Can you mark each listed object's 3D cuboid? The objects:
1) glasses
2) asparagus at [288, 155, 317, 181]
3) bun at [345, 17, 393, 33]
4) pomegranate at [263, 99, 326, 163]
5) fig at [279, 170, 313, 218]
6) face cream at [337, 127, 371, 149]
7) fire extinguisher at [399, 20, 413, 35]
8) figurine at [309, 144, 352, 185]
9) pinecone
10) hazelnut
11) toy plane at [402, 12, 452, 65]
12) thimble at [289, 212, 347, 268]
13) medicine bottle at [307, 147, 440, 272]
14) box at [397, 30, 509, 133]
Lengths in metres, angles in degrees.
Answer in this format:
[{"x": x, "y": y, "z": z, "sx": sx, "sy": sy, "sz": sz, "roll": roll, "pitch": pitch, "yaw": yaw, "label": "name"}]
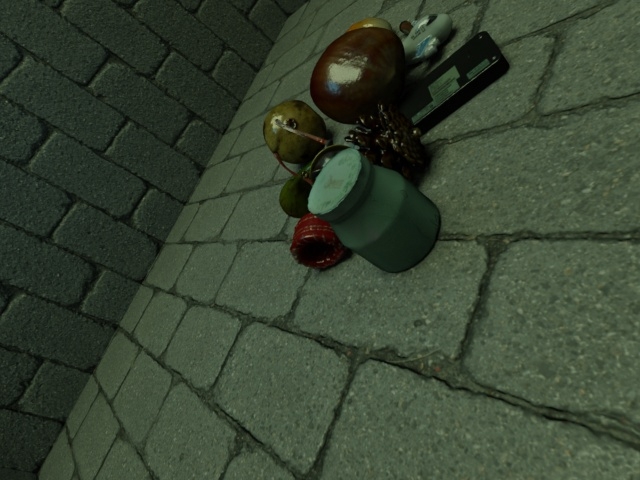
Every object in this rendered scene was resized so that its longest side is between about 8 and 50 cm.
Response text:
[{"x": -0.082, "y": -0.322, "z": 1.595, "sx": 0.234, "sy": 0.268, "sz": 0.118, "roll": 99, "pitch": -164, "yaw": -53, "label": "glasses"}, {"x": -0.030, "y": -0.311, "z": 1.752, "sx": 0.277, "sy": 0.060, "sz": 0.067, "roll": -37, "pitch": 26, "yaw": 27, "label": "asparagus"}, {"x": 0.186, "y": -0.905, "z": 1.899, "sx": 0.298, "sy": 0.164, "sz": 0.299, "roll": -36, "pitch": 36, "yaw": 33, "label": "bun"}, {"x": -0.116, "y": -0.479, "z": 1.824, "sx": 0.281, "sy": 0.281, "sz": 0.282, "roll": -35, "pitch": 37, "yaw": 32, "label": "pomegranate"}, {"x": -0.090, "y": -0.176, "z": 1.532, "sx": 0.152, "sy": 0.151, "sz": 0.259, "roll": -63, "pitch": -10, "yaw": -11, "label": "fig"}, {"x": 0.148, "y": -0.345, "z": 1.516, "sx": 0.336, "sy": 0.080, "sz": 0.163, "roll": -1, "pitch": 62, "yaw": 54, "label": "face cream"}, {"x": 0.384, "y": -0.877, "z": 1.713, "sx": 0.062, "sy": 0.050, "sz": 0.177, "roll": -14, "pitch": 38, "yaw": -5, "label": "fire extinguisher"}, {"x": 0.061, "y": -0.200, "z": 1.412, "sx": 0.167, "sy": 0.192, "sz": 0.257, "roll": 132, "pitch": 142, "yaw": -50, "label": "figurine"}, {"x": 0.182, "y": -0.269, "z": 1.244, "sx": 0.264, "sy": 0.264, "sz": 0.264, "roll": -35, "pitch": 37, "yaw": 32, "label": "pinecone"}, {"x": 0.147, "y": -0.596, "z": 1.516, "sx": 0.365, "sy": 0.365, "sz": 0.366, "roll": -35, "pitch": 37, "yaw": 32, "label": "hazelnut"}, {"x": 0.369, "y": -0.748, "z": 1.545, "sx": 0.266, "sy": 0.122, "sz": 0.267, "roll": -32, "pitch": 40, "yaw": 31, "label": "toy plane"}, {"x": -0.007, "y": 0.000, "z": 1.334, "sx": 0.189, "sy": 0.163, "sz": 0.125, "roll": -29, "pitch": 39, "yaw": 37, "label": "thimble"}, {"x": 0.135, "y": -0.082, "z": 1.091, "sx": 0.244, "sy": 0.289, "sz": 0.245, "roll": -35, "pitch": 37, "yaw": 32, "label": "medicine bottle"}, {"x": 0.407, "y": -0.495, "z": 1.319, "sx": 0.350, "sy": 0.058, "sz": 0.212, "roll": -36, "pitch": 38, "yaw": 31, "label": "box"}]
